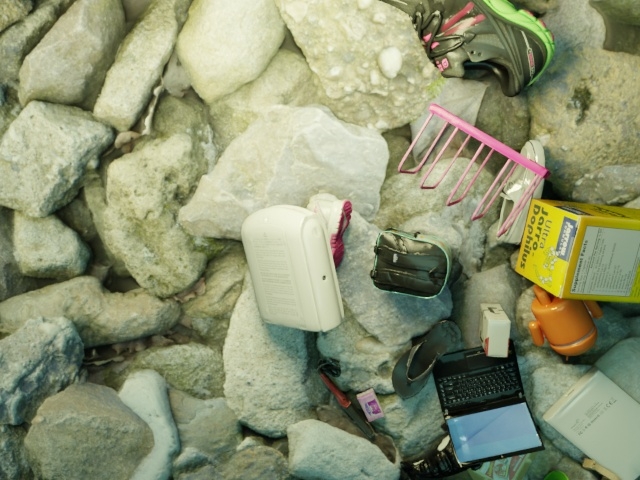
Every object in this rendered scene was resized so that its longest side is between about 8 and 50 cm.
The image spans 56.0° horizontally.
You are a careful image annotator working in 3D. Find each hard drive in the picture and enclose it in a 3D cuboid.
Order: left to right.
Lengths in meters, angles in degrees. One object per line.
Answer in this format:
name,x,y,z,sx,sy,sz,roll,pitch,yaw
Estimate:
hard drive,0.800,0.515,1.664,0.307,0.040,0.203,39,101,-7

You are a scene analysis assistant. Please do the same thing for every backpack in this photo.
backpack,0.238,0.058,1.525,0.188,0.144,0.166,13,102,23

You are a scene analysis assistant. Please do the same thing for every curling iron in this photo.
curling iron,0.076,0.441,1.677,0.068,0.035,0.274,-29,100,8

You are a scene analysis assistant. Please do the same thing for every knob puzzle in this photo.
knob puzzle,0.486,0.600,1.697,0.213,0.030,0.213,0,89,9

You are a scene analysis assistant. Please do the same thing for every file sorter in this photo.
file sorter,0.355,-0.160,1.408,0.291,0.202,0.182,35,107,16

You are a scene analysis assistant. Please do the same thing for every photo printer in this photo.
photo printer,-0.077,0.063,1.504,0.256,0.107,0.307,0,107,47

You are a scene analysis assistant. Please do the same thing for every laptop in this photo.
laptop,0.441,0.432,1.609,0.234,0.136,0.264,-14,101,5

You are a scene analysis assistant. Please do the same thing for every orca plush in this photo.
orca plush,0.357,0.582,1.649,0.287,0.102,0.151,-17,86,8

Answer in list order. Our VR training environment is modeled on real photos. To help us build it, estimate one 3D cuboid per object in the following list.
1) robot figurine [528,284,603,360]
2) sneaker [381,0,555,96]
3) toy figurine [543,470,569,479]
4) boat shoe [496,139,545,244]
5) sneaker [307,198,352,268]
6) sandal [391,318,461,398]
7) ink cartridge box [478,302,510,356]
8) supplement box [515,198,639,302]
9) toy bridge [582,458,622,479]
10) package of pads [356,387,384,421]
robot figurine,0.629,0.206,1.559,0.158,0.128,0.219,-36,101,-26
sneaker,0.304,-0.490,1.388,0.483,0.185,0.202,27,98,-3
toy figurine,0.710,0.746,1.694,0.159,0.130,0.173,21,125,-12
boat shoe,0.494,-0.120,1.512,0.088,0.096,0.267,3,111,-3
sneaker,0.000,0.000,1.556,0.111,0.103,0.252,20,111,19
sandal,0.276,0.316,1.621,0.097,0.054,0.254,37,99,13
ink cartridge box,0.449,0.231,1.566,0.056,0.135,0.099,1,102,5
supplement box,0.688,0.025,1.440,0.357,0.195,0.194,5,104,-15
toy bridge,0.815,0.677,1.680,0.188,0.063,0.026,45,61,-14
package of pads,0.140,0.458,1.680,0.050,0.032,0.083,-24,101,9
